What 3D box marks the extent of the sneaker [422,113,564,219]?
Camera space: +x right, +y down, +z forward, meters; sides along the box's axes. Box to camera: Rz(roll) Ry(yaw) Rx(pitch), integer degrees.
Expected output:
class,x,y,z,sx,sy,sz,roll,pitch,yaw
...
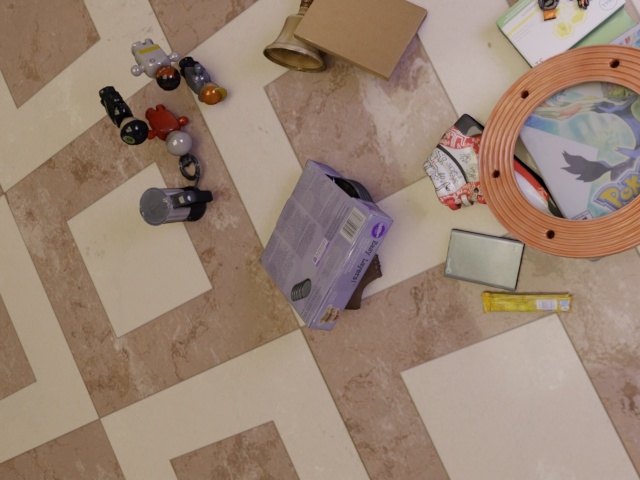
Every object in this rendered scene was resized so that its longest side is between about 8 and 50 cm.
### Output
class,x,y,z,sx,sy,sz,roll,pitch,yaw
sneaker,0.307,-0.088,1.095,0.270,0.090,0.145,48,113,16

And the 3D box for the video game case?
class,x,y,z,sx,sy,sz,roll,pitch,yaw
video game case,0.495,-0.172,0.931,0.329,0.036,0.299,-33,64,29

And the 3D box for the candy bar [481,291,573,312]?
class,x,y,z,sx,sy,sz,roll,pitch,yaw
candy bar,0.380,0.115,1.123,0.162,0.018,0.040,-3,98,24

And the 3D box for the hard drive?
class,x,y,z,sx,sy,sz,roll,pitch,yaw
hard drive,0.306,0.036,1.145,0.135,0.022,0.094,12,101,23

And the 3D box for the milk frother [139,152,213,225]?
class,x,y,z,sx,sy,sz,roll,pitch,yaw
milk frother,-0.325,-0.115,1.350,0.129,0.135,0.143,-34,82,23

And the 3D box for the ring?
class,x,y,z,sx,sy,sz,roll,pitch,yaw
ring,0.410,-0.138,0.947,0.337,0.032,0.336,-8,77,36

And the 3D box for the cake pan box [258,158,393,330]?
class,x,y,z,sx,sy,sz,roll,pitch,yaw
cake pan box,0.000,0.000,1.194,0.246,0.070,0.266,44,114,45

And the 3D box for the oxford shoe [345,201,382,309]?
class,x,y,z,sx,sy,sz,roll,pitch,yaw
oxford shoe,0.085,0.032,1.226,0.096,0.083,0.227,16,100,-4

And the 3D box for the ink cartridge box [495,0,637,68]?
class,x,y,z,sx,sy,sz,roll,pitch,yaw
ink cartridge box,0.438,-0.336,1.026,0.171,0.056,0.235,-39,78,22

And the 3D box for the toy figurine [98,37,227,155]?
class,x,y,z,sx,sy,sz,roll,pitch,yaw
toy figurine,-0.331,-0.296,1.290,0.209,0.213,0.148,-47,65,17

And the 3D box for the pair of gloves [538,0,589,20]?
class,x,y,z,sx,sy,sz,roll,pitch,yaw
pair of gloves,0.400,-0.407,1.000,0.083,0.010,0.074,-11,91,28

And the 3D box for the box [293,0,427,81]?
class,x,y,z,sx,sy,sz,roll,pitch,yaw
box,0.075,-0.405,1.138,0.201,0.021,0.164,28,77,8

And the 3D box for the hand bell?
class,x,y,z,sx,sy,sz,roll,pitch,yaw
hand bell,-0.027,-0.472,1.210,0.126,0.126,0.241,12,88,23
